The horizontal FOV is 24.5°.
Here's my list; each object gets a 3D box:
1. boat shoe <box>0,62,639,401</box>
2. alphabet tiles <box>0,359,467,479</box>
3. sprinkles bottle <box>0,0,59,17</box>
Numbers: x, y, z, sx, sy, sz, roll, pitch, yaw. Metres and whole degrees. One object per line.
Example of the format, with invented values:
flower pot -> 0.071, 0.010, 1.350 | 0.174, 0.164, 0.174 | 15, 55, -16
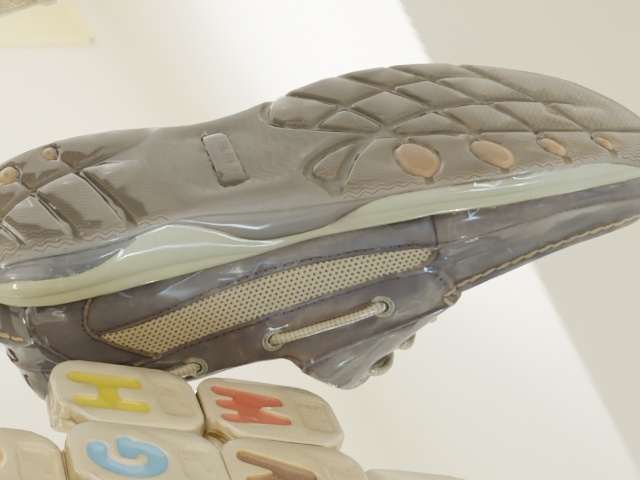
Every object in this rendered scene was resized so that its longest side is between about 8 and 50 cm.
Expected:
boat shoe -> 0.000, 0.000, 0.761 | 0.355, 0.130, 0.132 | -9, -146, -6
alphabet tiles -> -0.029, 0.127, 0.593 | 0.278, 0.021, 0.284 | 9, -159, -19
sprinkles bottle -> -0.376, -0.178, 1.099 | 0.355, 0.121, 0.121 | -18, -109, 1
